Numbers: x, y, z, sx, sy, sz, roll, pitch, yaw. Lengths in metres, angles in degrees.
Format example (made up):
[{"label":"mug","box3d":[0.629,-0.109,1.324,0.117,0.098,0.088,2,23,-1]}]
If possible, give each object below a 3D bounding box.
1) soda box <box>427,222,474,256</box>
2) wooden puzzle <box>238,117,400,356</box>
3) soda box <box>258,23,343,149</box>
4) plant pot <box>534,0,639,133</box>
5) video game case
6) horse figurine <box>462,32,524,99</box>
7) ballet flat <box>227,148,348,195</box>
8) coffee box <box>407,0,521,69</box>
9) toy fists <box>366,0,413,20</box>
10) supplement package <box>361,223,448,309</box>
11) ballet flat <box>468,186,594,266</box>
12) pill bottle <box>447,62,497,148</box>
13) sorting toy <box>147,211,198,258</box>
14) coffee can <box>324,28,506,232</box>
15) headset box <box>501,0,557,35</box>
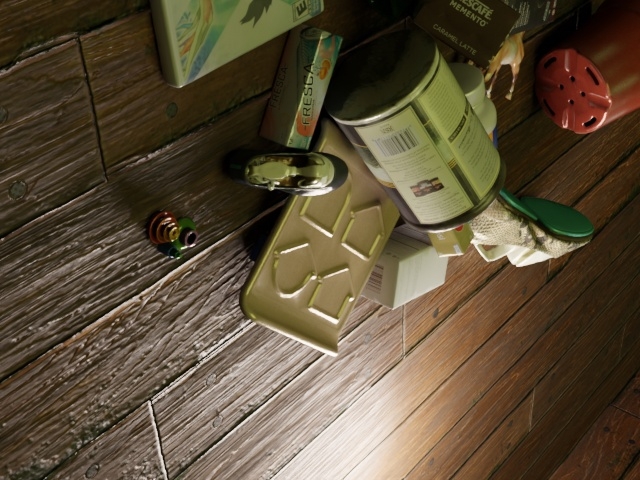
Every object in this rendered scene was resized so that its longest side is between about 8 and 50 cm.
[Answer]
[{"label":"soda box","box3d":[0.220,-0.059,1.762,0.061,0.058,0.181,-54,125,-41]},{"label":"wooden puzzle","box3d":[0.000,0.000,1.616,0.322,0.080,0.348,33,78,-56]},{"label":"soda box","box3d":[-0.030,-0.233,1.431,0.058,0.063,0.183,2,109,-55]},{"label":"plant pot","box3d":[0.637,-0.383,2.103,0.265,0.272,0.272,-32,135,-29]},{"label":"video game case","box3d":[-0.112,-0.406,1.235,0.300,0.036,0.329,-37,137,-36]},{"label":"horse figurine","box3d":[0.346,-0.356,1.873,0.263,0.066,0.174,-20,132,-50]},{"label":"ballet flat","box3d":[-0.038,-0.103,1.424,0.203,0.074,0.074,2,111,-25]},{"label":"coffee box","box3d":[0.225,-0.363,1.515,0.098,0.141,0.246,-57,-173,15]},{"label":"toy fists","box3d":[0.104,-0.475,1.440,0.142,0.096,0.279,-49,145,-10]},{"label":"supplement package","box3d":[0.158,0.045,1.829,0.179,0.105,0.105,-21,124,-46]},{"label":"ballet flat","box3d":[0.459,-0.023,2.188,0.483,0.164,0.182,10,124,-50]},{"label":"pill bottle","box3d":[0.258,-0.190,1.775,0.152,0.152,0.272,-44,142,-29]},{"label":"sorting toy","box3d":[-0.206,-0.004,1.353,0.102,0.042,0.061,20,94,-57]},{"label":"coffee can","box3d":[0.159,-0.176,1.546,0.201,0.201,0.275,-53,129,-18]},{"label":"headset box","box3d":[0.333,-0.493,1.725,0.293,0.110,0.218,-26,130,-44]}]
